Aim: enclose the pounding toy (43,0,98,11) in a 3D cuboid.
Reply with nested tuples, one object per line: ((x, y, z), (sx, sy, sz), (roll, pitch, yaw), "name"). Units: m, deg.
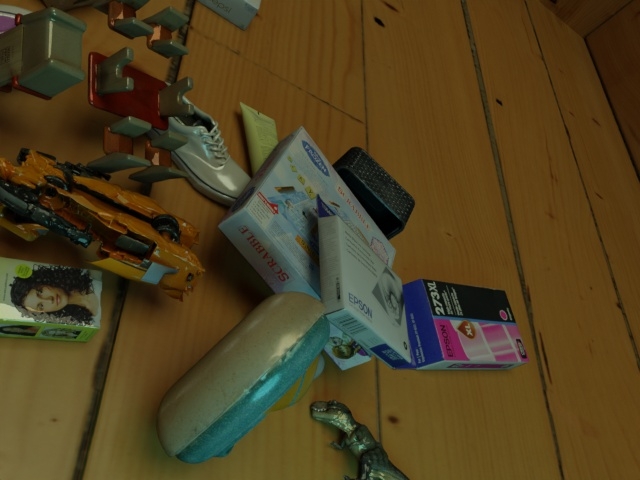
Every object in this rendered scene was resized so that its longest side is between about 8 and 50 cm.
((-0.459, -0.466, 0.987), (0.130, 0.100, 0.141), (59, 44, -14), "pounding toy")

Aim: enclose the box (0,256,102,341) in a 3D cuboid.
((-0.392, 0.068, 0.700), (0.232, 0.058, 0.088), (10, 56, -35), "box")

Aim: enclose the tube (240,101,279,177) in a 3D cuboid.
((-0.105, -0.159, 1.105), (0.062, 0.070, 0.240), (-11, 61, -3), "tube")

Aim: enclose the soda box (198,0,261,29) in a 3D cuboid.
((-0.235, -0.556, 1.245), (0.216, 0.069, 0.074), (27, 48, -26), "soda box")

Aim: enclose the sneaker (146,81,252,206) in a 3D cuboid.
((-0.203, -0.160, 0.989), (0.258, 0.091, 0.094), (41, 44, -11), "sneaker")

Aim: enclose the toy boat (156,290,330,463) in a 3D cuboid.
((-0.072, 0.177, 0.799), (0.148, 0.267, 0.318), (47, 11, 1), "toy boat")

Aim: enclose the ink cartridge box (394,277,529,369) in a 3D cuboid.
((0.282, 0.178, 1.206), (0.370, 0.069, 0.176), (8, 58, -34), "ink cartridge box")

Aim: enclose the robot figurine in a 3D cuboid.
((-0.302, -0.025, 0.787), (0.290, 0.085, 0.211), (26, 16, -24), "robot figurine")

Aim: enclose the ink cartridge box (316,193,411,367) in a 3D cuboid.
((0.070, 0.060, 0.913), (0.223, 0.045, 0.224), (42, 34, -45), "ink cartridge box")

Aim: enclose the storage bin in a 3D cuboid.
((0.087, -0.083, 1.165), (0.180, 0.122, 0.084), (42, 43, -11), "storage bin")

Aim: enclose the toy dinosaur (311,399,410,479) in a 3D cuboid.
((0.079, 0.367, 0.907), (0.268, 0.064, 0.118), (49, 36, -9), "toy dinosaur")

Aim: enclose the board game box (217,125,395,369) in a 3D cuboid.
((0.000, 0.000, 0.996), (0.319, 0.065, 0.318), (52, 31, -18), "board game box")

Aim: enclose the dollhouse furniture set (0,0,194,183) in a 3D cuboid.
((-0.315, -0.230, 0.832), (0.259, 0.135, 0.262), (12, 73, -58), "dollhouse furniture set")

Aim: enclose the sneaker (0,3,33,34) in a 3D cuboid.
((-0.486, -0.243, 0.779), (0.281, 0.102, 0.161), (-5, 50, -31), "sneaker")
